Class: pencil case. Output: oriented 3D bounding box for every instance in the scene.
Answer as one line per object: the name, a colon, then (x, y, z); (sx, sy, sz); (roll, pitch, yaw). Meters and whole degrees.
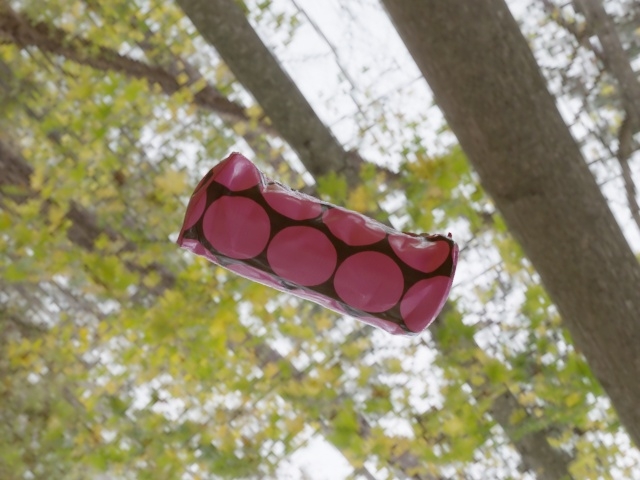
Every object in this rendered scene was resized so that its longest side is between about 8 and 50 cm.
pencil case: (0.000, 0.000, 0.958); (0.095, 0.209, 0.098); (120, -8, -61)
